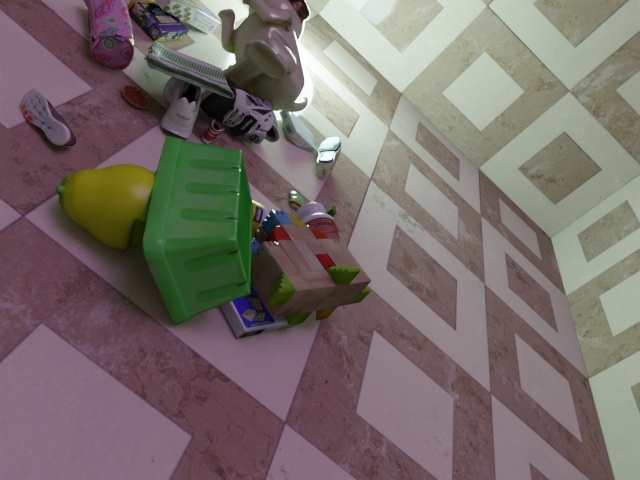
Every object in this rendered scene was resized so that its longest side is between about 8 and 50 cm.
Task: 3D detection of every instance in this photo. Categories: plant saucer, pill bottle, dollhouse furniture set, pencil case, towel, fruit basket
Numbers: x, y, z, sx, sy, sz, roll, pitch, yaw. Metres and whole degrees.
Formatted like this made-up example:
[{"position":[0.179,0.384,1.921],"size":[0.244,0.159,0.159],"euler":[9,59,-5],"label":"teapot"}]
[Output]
[{"position":[-0.506,-0.391,1.613],"size":[0.083,0.013,0.083],"euler":[32,33,-24],"label":"plant saucer"},{"position":[-0.203,-0.061,1.516],"size":[0.184,0.103,0.103],"euler":[25,36,-33],"label":"pill bottle"},{"position":[-0.025,-0.113,1.858],"size":[0.152,0.058,0.076],"euler":[32,32,-25],"label":"dollhouse furniture set"},{"position":[-0.595,-0.606,1.652],"size":[0.124,0.124,0.284],"euler":[17,43,-42],"label":"pencil case"},{"position":[-0.376,-0.493,1.684],"size":[0.248,0.038,0.325],"euler":[18,18,-21],"label":"towel"},{"position":[0.000,0.000,1.689],"size":[0.121,0.121,0.216],"euler":[16,42,-43],"label":"pill bottle"},{"position":[-0.337,-0.039,1.233],"size":[0.392,0.283,0.392],"euler":[-3,45,3],"label":"fruit basket"}]

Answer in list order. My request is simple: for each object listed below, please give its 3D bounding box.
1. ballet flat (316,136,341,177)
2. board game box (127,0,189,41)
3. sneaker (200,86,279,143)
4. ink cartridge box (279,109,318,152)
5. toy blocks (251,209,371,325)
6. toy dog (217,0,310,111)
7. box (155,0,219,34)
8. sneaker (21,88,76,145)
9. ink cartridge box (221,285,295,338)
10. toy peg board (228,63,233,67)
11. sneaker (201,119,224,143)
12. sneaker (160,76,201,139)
[{"position":[0.028,-0.299,2.146],"size":[0.086,0.086,0.248],"euler":[40,31,-12],"label":"ballet flat"},{"position":[-0.537,-0.729,1.952],"size":[0.141,0.048,0.170],"euler":[45,29,-1],"label":"board game box"},{"position":[-0.231,-0.380,1.844],"size":[0.331,0.122,0.146],"euler":[-2,65,-57],"label":"sneaker"},{"position":[-0.074,-0.390,2.174],"size":[0.179,0.045,0.145],"euler":[41,23,-50],"label":"ink cartridge box"},{"position":[-0.058,0.041,1.429],"size":[0.381,0.190,0.261],"euler":[-2,49,-51],"label":"toy blocks"},{"position":[-0.158,-0.675,2.007],"size":[0.395,0.285,0.407],"euler":[24,56,-30],"label":"toy dog"},{"position":[-0.462,-0.801,2.051],"size":[0.067,0.063,0.324],"euler":[52,16,8],"label":"box"},{"position":[-0.602,-0.266,1.311],"size":[0.158,0.061,0.065],"euler":[53,3,9],"label":"sneaker"},{"position":[-0.162,0.122,1.403],"size":[0.206,0.045,0.208],"euler":[-1,56,-53],"label":"ink cartridge box"},{"position":[-0.230,-0.582,2.144],"size":[0.161,0.079,0.160],"euler":[10,46,-47],"label":"toy peg board"},{"position":[-0.308,-0.332,1.746],"size":[0.042,0.067,0.118],"euler":[39,30,-13],"label":"sneaker"},{"position":[-0.381,-0.414,1.687],"size":[0.111,0.129,0.297],"euler":[19,37,-28],"label":"sneaker"}]
